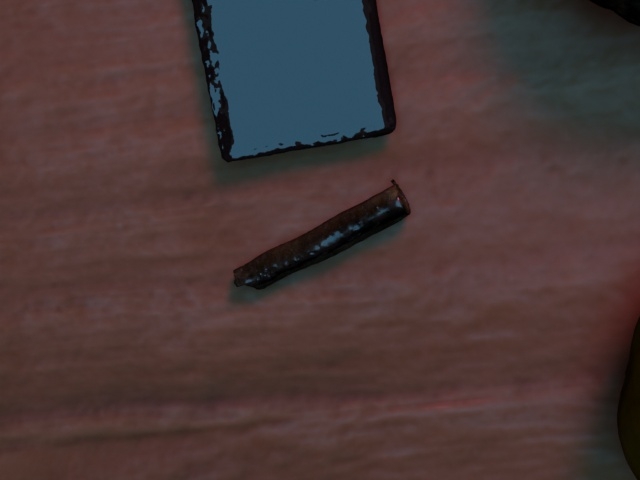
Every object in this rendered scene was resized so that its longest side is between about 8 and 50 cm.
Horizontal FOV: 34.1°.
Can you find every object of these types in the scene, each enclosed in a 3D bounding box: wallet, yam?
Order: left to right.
[{"bbox_3d":[-0.028,-0.181,0.694,0.124,0.025,0.244,-10,94,7],"label":"wallet"},{"bbox_3d":[0.000,0.000,0.716,0.129,0.033,0.027,-26,121,12],"label":"yam"}]

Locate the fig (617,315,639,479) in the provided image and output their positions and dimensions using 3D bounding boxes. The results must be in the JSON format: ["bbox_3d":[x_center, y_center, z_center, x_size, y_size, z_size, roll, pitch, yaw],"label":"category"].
[{"bbox_3d":[0.275,0.074,0.629,0.167,0.167,0.233,14,106,4],"label":"fig"}]

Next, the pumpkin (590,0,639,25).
[{"bbox_3d":[0.218,-0.231,0.597,0.221,0.162,0.220,-1,87,12],"label":"pumpkin"}]
